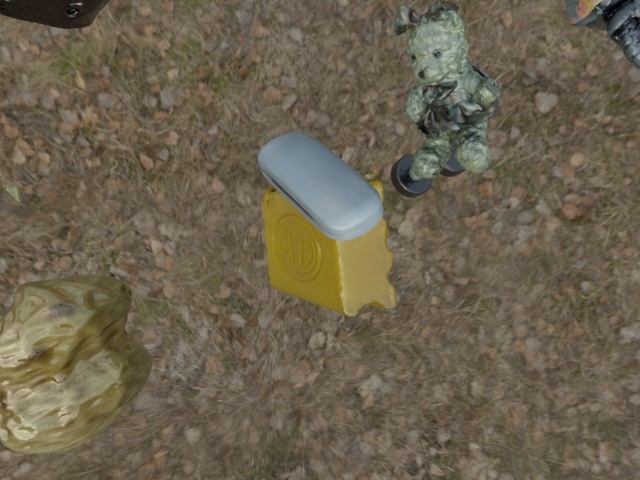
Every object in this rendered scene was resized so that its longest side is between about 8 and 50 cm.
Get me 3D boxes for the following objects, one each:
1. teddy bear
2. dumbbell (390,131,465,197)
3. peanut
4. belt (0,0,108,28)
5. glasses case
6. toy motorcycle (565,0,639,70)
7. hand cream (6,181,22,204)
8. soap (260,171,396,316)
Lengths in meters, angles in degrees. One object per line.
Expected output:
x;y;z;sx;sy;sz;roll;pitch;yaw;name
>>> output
0.162;-0.186;0.777;0.111;0.133;0.213;-31;114;-41;teddy bear
0.243;-0.168;1.425;0.100;0.191;0.100;7;73;-23;dumbbell
-0.300;0.143;0.764;0.196;0.110;0.233;-26;121;-36;peanut
-0.492;-0.460;1.072;0.164;0.289;0.184;-32;68;33;belt
-0.004;-0.062;0.680;0.067;0.045;0.178;-33;49;-15;glasses case
0.392;-0.330;0.798;0.173;0.108;0.307;30;56;-5;toy motorcycle
-0.574;-0.092;1.202;0.022;0.102;0.035;-13;110;-31;hand cream
0.000;0.000;1.059;0.096;0.324;0.205;-9;96;-24;soap
